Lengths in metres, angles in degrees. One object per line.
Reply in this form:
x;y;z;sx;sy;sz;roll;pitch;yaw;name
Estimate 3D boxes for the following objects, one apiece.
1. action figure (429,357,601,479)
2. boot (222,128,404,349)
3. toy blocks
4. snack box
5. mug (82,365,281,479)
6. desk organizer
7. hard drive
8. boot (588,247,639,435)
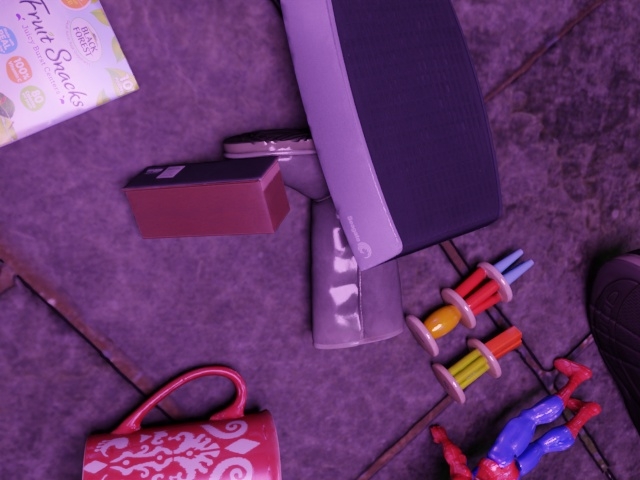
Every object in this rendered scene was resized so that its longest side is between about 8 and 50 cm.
0.182;0.239;0.732;0.280;0.139;0.091;-33;109;-33;action figure
0.000;0.001;0.618;0.189;0.076;0.209;-2;109;-18;boot
0.181;0.089;0.704;0.148;0.054;0.123;-34;110;-9;toy blocks
-0.232;-0.141;0.516;0.141;0.037;0.100;-26;111;-12;snack box
-0.132;0.208;0.615;0.169;0.150;0.113;-2;140;-14;mug
-0.096;-0.035;0.550;0.130;0.047;0.050;-2;120;20;desk organizer
0.071;-0.117;0.568;0.172;0.054;0.255;-17;93;-31;hard drive
0.493;0.103;0.769;0.284;0.138;0.377;-35;115;-7;boot
